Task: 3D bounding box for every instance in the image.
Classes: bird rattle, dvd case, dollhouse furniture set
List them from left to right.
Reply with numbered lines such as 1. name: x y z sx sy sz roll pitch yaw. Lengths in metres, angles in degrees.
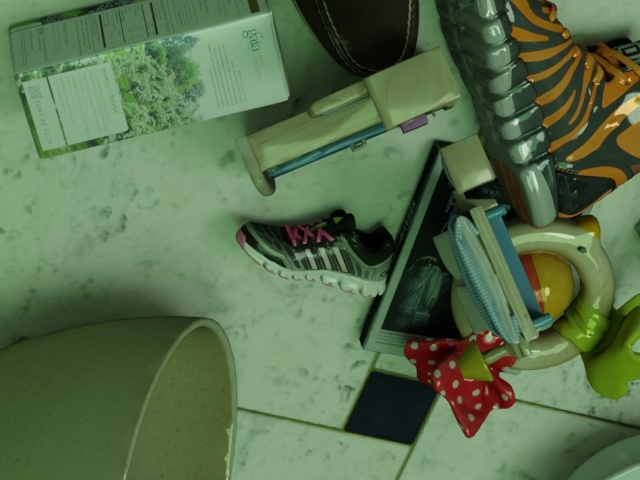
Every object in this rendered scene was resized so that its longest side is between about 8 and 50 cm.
1. dollhouse furniture set: 0.075 0.009 1.780 0.198 0.286 0.303 -24 91 3
2. dvd case: 0.159 0.021 2.000 0.179 0.029 0.238 10 119 -18
3. bird rattle: 0.206 0.071 1.979 0.254 0.143 0.207 -7 112 7

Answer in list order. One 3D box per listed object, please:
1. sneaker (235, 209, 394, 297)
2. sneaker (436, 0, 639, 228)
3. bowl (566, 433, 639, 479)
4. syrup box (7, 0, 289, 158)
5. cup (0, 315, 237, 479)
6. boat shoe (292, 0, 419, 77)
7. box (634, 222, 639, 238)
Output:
1. sneaker: 0.000 0.000 1.936 0.170 0.063 0.074 15 116 -24
2. sneaker: 0.225 -0.179 1.850 0.180 0.124 0.321 -26 124 -8
3. bowl: 0.365 0.310 2.158 0.298 0.134 0.297 -5 123 -8
4. syrup box: -0.154 -0.160 1.783 0.237 0.096 0.093 -14 125 -3
5. cup: -0.243 0.220 1.902 0.237 0.331 0.331 8 123 14
6. boat shoe: 0.023 -0.277 1.729 0.123 0.123 0.342 -13 123 -3
7. box: 0.458 0.036 2.011 0.148 0.127 0.232 -42 120 15
